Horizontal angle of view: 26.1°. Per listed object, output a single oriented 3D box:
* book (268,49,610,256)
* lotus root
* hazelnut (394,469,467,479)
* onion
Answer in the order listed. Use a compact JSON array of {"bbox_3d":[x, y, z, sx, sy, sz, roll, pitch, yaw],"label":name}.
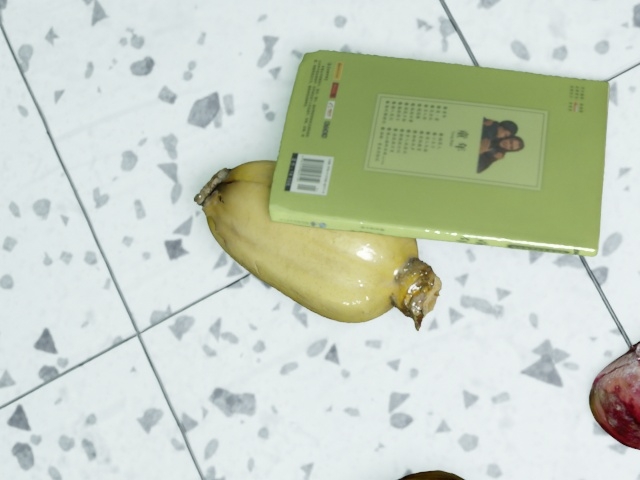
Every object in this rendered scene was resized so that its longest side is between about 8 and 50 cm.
[{"bbox_3d":[0.131,-0.097,1.504,0.352,0.035,0.239,7,54,7],"label":"book"},{"bbox_3d":[0.000,0.002,1.542,0.303,0.131,0.146,26,110,17],"label":"lotus root"},{"bbox_3d":[0.116,0.345,1.404,0.218,0.234,0.218,-4,105,-16],"label":"hazelnut"},{"bbox_3d":[0.387,0.155,1.436,0.206,0.098,0.151,-31,73,6],"label":"onion"}]
